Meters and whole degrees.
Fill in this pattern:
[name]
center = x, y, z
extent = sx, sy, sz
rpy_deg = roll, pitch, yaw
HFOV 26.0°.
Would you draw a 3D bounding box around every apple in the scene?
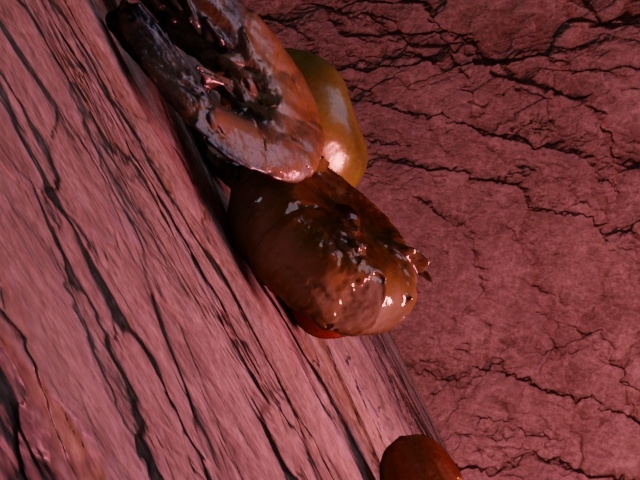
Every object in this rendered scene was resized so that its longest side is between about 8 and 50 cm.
[apple]
center = -0.041, -0.172, 2.137
extent = 0.261, 0.193, 0.261
rpy_deg = 159, -90, -90

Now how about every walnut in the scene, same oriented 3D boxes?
[walnut]
center = 0.137, 0.330, 1.716
extent = 0.116, 0.115, 0.207
rpy_deg = 58, 6, -51

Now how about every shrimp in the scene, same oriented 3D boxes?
[shrimp]
center = -0.160, -0.232, 1.530
extent = 0.445, 0.085, 0.272
rpy_deg = 48, 28, -12

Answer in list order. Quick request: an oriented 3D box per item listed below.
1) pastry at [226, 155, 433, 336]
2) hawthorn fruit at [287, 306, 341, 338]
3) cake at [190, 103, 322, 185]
[pastry]
center = 0.008, 0.002, 1.627
extent = 0.257, 0.121, 0.236
rpy_deg = 24, 27, -35
[hawthorn fruit]
center = 0.007, 0.068, 1.776
extent = 0.140, 0.125, 0.125
rpy_deg = -15, -73, 51
[cake]
center = -0.116, -0.107, 1.836
extent = 0.112, 0.135, 0.246
rpy_deg = 52, 31, 10
